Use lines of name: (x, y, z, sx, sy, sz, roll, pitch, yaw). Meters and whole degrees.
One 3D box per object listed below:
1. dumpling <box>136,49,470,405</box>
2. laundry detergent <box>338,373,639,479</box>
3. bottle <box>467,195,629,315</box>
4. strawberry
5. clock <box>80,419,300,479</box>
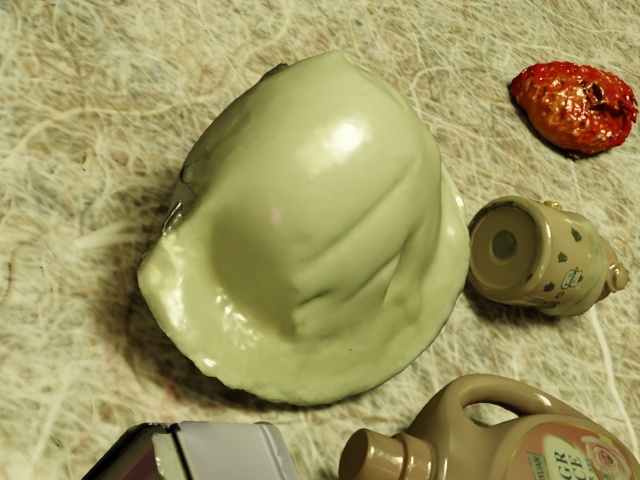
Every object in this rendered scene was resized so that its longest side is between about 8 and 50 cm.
dumpling: (-0.002, -0.001, 0.862, 0.227, 0.243, 0.175, 53, -8, -16)
laundry detergent: (0.120, 0.158, 0.854, 0.237, 0.076, 0.171, 25, 37, -20)
bottle: (0.197, 0.017, 1.069, 0.152, 0.099, 0.099, 11, 45, -47)
strawberry: (0.290, -0.158, 1.350, 0.188, 0.082, 0.121, -15, 61, -47)
clock: (-0.073, 0.183, 0.532, 0.073, 0.193, 0.145, 6, 49, -43)
